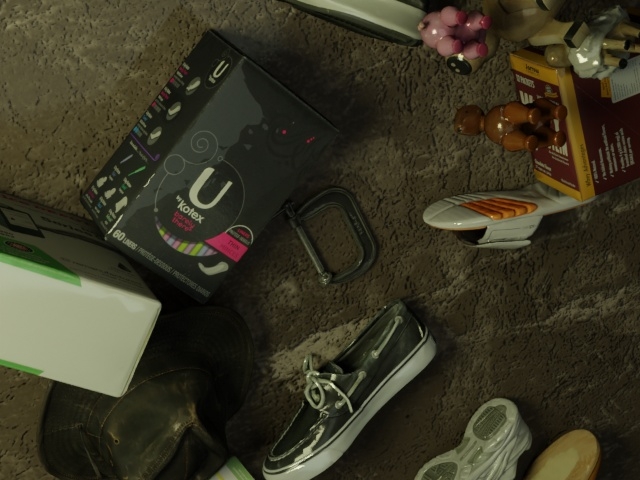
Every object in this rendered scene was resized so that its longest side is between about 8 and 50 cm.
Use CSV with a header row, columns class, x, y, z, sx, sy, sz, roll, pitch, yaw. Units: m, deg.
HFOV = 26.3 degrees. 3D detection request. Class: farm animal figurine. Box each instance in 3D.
class,x,y,z,sx,sy,sz,roll,pitch,yaw
farm animal figurine,0.211,-0.283,1.611,0.327,0.172,0.330,-38,121,-24

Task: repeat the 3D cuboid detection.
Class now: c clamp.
class,x,y,z,sx,sy,sz,roll,pitch,yaw
c clamp,0.000,0.000,1.827,0.137,0.022,0.161,-39,119,-9

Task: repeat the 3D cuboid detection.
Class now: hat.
class,x,y,z,sx,sy,sz,roll,pitch,yaw
hat,-0.198,0.239,1.720,0.331,0.134,0.331,-20,140,-17

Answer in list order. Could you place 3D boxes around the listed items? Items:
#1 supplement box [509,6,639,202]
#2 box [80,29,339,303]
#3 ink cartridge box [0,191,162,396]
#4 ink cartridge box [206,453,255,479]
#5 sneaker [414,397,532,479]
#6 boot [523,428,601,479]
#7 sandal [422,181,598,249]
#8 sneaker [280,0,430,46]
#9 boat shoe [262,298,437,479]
class,x,y,z,sx,sy,sz,roll,pitch,yaw
supplement box,0.384,-0.185,1.839,0.194,0.129,0.191,-22,113,-13
box,-0.137,-0.090,1.658,0.165,0.143,0.270,35,94,-31
ink cartridge box,-0.330,0.045,1.550,0.211,0.289,0.121,19,100,-28
ink cartridge box,-0.161,0.429,1.868,0.235,0.056,0.171,-42,108,-19
sneaker,0.232,0.350,2.032,0.232,0.090,0.115,-45,124,1
boot,0.405,0.435,2.141,0.211,0.104,0.295,19,108,-34
sandal,0.269,-0.025,1.881,0.265,0.102,0.076,-10,112,-21
sneaker,-0.028,-0.409,1.585,0.447,0.169,0.257,15,96,-35
boat shoe,0.023,0.205,1.869,0.306,0.113,0.105,-41,114,-5
